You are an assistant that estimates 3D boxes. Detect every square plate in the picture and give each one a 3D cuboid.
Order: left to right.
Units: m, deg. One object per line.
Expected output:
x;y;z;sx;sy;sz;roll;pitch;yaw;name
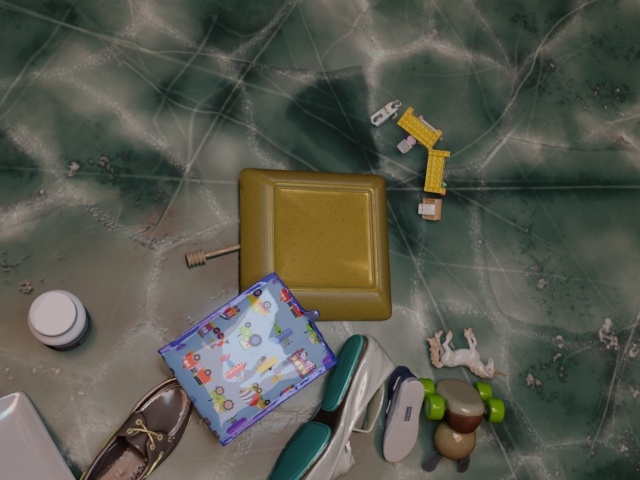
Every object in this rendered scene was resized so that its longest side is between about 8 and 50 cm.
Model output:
-0.613;0.461;1.397;0.347;0.049;0.344;-20;56;-37;square plate

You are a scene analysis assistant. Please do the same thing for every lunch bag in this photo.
-0.126;0.219;1.569;0.293;0.138;0.221;-35;85;-1;lunch bag

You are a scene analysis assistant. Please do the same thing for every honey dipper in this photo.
-0.204;0.021;1.693;0.161;0.030;0.030;-16;80;-15;honey dipper

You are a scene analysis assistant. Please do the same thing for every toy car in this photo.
0.276;0.395;1.666;0.155;0.149;0.188;5;104;-9;toy car

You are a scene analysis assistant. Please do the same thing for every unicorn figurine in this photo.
0.312;0.245;1.728;0.162;0.060;0.111;-6;78;4;unicorn figurine

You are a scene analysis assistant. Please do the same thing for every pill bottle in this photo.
-0.499;0.150;1.527;0.108;0.180;0.107;2;76;-10;pill bottle

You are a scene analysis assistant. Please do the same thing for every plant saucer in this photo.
0.000;0.000;1.699;0.333;0.081;0.332;1;76;-15;plant saucer

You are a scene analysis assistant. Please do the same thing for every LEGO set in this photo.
0.236;-0.191;1.810;0.132;0.107;0.287;-29;88;19;LEGO set

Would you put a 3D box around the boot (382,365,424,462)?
0.166;0.360;1.668;0.069;0.086;0.189;13;103;-16;boot

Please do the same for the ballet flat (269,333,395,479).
0.038;0.382;1.612;0.139;0.139;0.400;31;72;-2;ballet flat

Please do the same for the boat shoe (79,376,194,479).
-0.354;0.400;1.539;0.117;0.097;0.324;40;73;0;boat shoe
